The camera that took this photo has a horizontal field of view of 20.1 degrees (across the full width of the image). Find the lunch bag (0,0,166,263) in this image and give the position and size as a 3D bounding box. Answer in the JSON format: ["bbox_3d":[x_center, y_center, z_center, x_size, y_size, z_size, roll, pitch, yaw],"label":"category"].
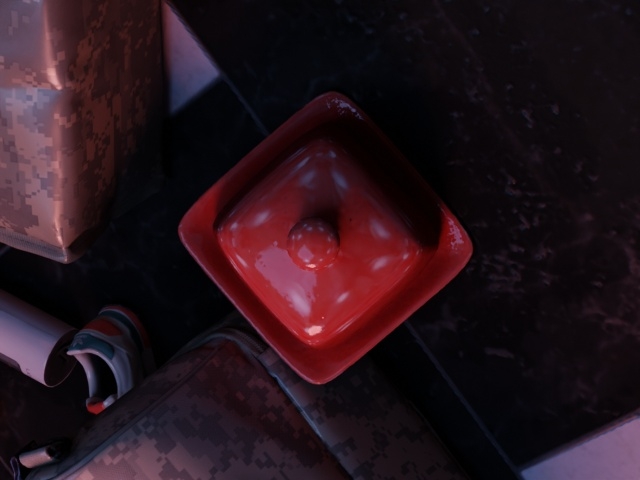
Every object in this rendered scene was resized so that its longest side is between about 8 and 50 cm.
[{"bbox_3d":[-0.267,-0.142,1.317,0.287,0.169,0.235,15,123,21],"label":"lunch bag"}]

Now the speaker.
[{"bbox_3d":[-0.267,0.070,1.512,0.136,0.055,0.055,25,127,19],"label":"speaker"}]

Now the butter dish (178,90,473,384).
[{"bbox_3d":[0.000,0.000,1.221,0.160,0.118,0.160,-41,89,5],"label":"butter dish"}]

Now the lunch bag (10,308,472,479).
[{"bbox_3d":[-0.052,0.216,1.317,0.212,0.256,0.305,-34,94,41],"label":"lunch bag"}]

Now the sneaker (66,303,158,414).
[{"bbox_3d":[-0.154,0.136,1.459,0.057,0.075,0.161,-15,106,38],"label":"sneaker"}]
